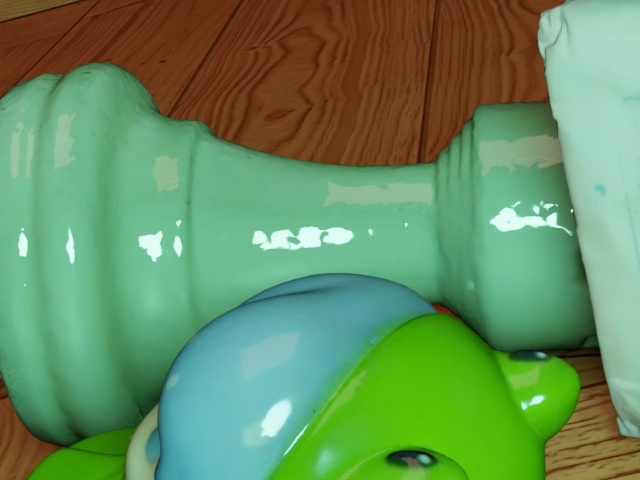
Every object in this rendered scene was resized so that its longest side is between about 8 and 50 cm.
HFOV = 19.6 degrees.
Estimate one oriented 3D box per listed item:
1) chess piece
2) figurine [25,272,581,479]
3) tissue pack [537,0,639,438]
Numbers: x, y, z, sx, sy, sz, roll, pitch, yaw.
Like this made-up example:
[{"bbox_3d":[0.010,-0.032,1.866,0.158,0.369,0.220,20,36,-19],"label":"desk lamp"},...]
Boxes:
[{"bbox_3d":[0.000,0.000,0.909,0.299,0.195,0.194,-4,18,9],"label":"chess piece"},{"bbox_3d":[-0.029,0.101,0.681,0.263,0.143,0.162,-25,0,39],"label":"figurine"},{"bbox_3d":[0.234,-0.023,0.702,0.271,0.201,0.124,-1,19,38],"label":"tissue pack"}]
